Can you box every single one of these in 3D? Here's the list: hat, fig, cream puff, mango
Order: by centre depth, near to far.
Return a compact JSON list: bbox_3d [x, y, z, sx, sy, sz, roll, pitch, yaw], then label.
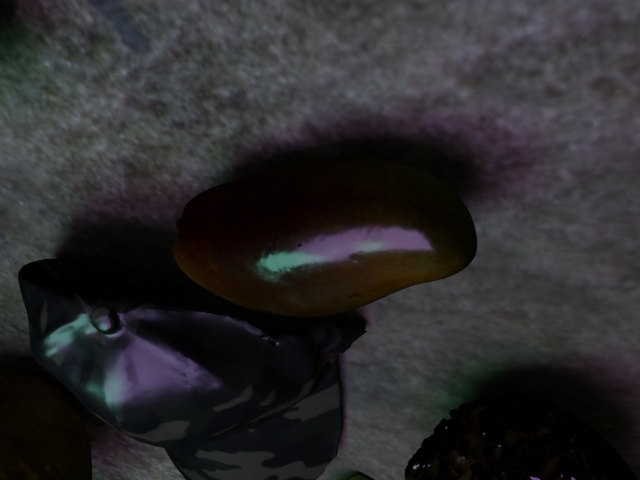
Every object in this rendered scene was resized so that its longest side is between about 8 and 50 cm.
[{"bbox_3d":[0.000,0.000,0.633,0.267,0.111,0.133,-5,112,30],"label":"mango"},{"bbox_3d":[0.168,0.261,0.707,0.164,0.239,0.239,8,150,-39],"label":"cream puff"},{"bbox_3d":[-0.142,0.185,0.819,0.366,0.257,0.382,7,114,21],"label":"hat"},{"bbox_3d":[-0.398,0.365,1.010,0.286,0.286,0.369,-7,120,30],"label":"fig"}]

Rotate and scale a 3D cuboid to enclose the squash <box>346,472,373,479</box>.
[{"bbox_3d":[0.094,0.377,0.973,0.200,0.075,0.090,48,116,8],"label":"squash"}]
